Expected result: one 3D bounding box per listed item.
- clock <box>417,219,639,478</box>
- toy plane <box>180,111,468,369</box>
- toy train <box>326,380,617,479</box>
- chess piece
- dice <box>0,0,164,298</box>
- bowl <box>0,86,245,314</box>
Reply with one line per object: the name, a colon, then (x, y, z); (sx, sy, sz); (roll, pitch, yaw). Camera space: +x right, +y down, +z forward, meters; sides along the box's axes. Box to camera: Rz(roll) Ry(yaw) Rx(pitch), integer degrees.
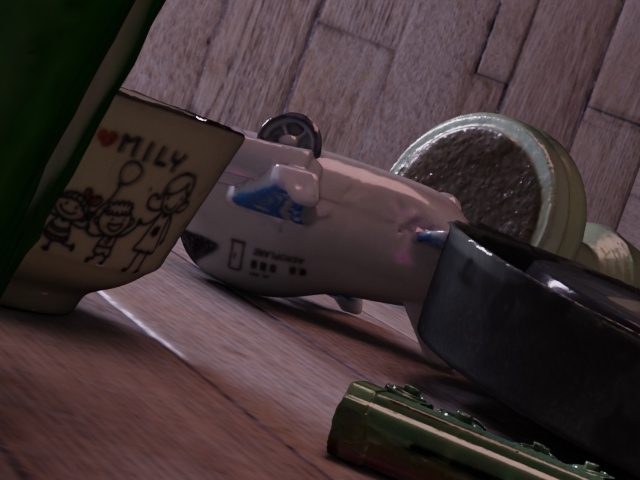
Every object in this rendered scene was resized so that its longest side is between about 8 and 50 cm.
clock: (0.241, 0.100, 1.273); (0.386, 0.076, 0.386); (24, 7, -3)
toy plane: (0.002, -0.005, 1.448); (0.267, 0.122, 0.267); (23, -14, 6)
toy train: (0.076, 0.105, 0.919); (0.148, 0.038, 0.071); (21, 7, 13)
chess piece: (0.203, 0.015, 1.846); (0.194, 0.194, 0.299); (23, -4, 38)
dice: (-0.204, -0.127, 0.708); (0.300, 0.287, 0.297); (26, 1, -5)
bowl: (-0.170, -0.040, 1.051); (0.238, 0.126, 0.238); (19, 5, -2)
